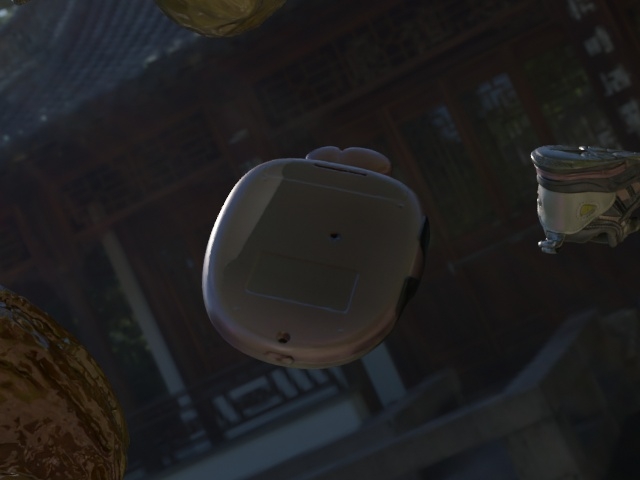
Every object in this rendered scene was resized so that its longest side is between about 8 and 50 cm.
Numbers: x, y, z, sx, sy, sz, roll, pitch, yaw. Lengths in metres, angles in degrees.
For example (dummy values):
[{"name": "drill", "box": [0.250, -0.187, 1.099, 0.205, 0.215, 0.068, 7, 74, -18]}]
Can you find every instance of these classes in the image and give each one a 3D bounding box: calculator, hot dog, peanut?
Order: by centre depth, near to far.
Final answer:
[{"name": "hot dog", "box": [-0.223, 0.086, 0.592, 0.272, 0.122, 0.196, 6, -28, -32]}, {"name": "calculator", "box": [0.000, 0.000, 0.595, 0.103, 0.024, 0.166, 11, 40, 7]}, {"name": "peanut", "box": [-0.091, -0.258, 1.020, 0.149, 0.149, 0.313, -25, 35, 8]}]

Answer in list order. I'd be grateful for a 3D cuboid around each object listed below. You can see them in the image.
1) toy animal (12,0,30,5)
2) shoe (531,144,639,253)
[{"name": "toy animal", "box": [-0.253, -0.439, 1.179, 0.344, 0.303, 0.194, -36, 37, -17]}, {"name": "shoe", "box": [0.256, -0.037, 1.122, 0.089, 0.092, 0.180, 13, 12, 39]}]
